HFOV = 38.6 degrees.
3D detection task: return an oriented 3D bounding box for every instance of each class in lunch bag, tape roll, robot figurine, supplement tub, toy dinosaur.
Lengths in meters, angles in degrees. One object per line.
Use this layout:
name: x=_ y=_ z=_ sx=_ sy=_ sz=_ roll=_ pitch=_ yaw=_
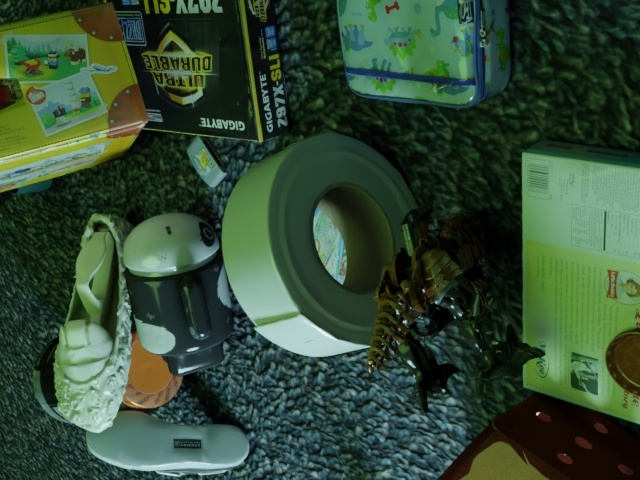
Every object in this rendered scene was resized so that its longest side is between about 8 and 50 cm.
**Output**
lunch bag: x=0.123 y=-0.251 z=1.112 sx=0.219 sy=0.090 sz=0.176 roll=17 pitch=123 yaw=39
tape roll: x=0.012 y=0.008 z=1.200 sx=0.100 sy=0.286 sz=0.286 roll=-19 pitch=96 yaw=47
robot figurine: x=-0.240 y=0.089 z=1.574 sx=0.209 sy=0.173 sz=0.278 roll=4 pitch=113 yaw=30
supplement tub: x=-0.421 y=0.264 z=1.816 sx=0.316 sy=0.193 sz=0.194 roll=-14 pitch=100 yaw=47
toy dinosaur: x=0.130 y=0.076 z=1.090 sx=0.164 sy=0.322 sz=0.218 roll=-12 pitch=105 yaw=55

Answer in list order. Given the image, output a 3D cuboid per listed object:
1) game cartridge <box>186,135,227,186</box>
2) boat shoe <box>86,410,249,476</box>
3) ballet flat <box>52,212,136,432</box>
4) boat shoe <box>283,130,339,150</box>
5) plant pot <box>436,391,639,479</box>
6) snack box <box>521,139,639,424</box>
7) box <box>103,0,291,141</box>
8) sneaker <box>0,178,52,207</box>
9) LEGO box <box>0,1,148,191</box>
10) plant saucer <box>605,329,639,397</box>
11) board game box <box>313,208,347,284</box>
game cartridge: x=-0.192 y=-0.133 z=1.529 sx=0.083 sy=0.017 sz=0.056 roll=56 pitch=141 yaw=8
boat shoe: x=-0.289 y=0.390 z=1.713 sx=0.102 sy=0.301 sz=0.108 roll=120 pitch=150 yaw=-52
ballet flat: x=-0.411 y=0.131 z=1.633 sx=0.147 sy=0.147 sz=0.409 roll=-30 pitch=49 yaw=47
boat shoe: x=-0.026 y=-0.126 z=1.351 sx=0.142 sy=0.040 sz=0.049 roll=-23 pitch=93 yaw=47
plant pot: x=0.283 y=0.341 z=1.141 sx=0.267 sy=0.267 sz=0.236 roll=31 pitch=116 yaw=30
snack box: x=0.333 y=0.052 z=1.074 sx=0.187 sy=0.060 sz=0.322 roll=14 pitch=119 yaw=39
box: x=-0.197 y=-0.294 z=1.411 sx=0.322 sy=0.079 sz=0.257 roll=12 pitch=116 yaw=41
sneaker: x=-0.637 y=-0.107 z=1.854 sx=0.124 sy=0.178 sz=0.296 roll=-37 pitch=53 yaw=47
LEGO box: x=-0.553 y=-0.176 z=1.416 sx=0.372 sy=0.500 sz=0.193 roll=170 pitch=82 yaw=-72
plant saucer: x=0.365 y=0.139 z=1.034 sx=0.083 sy=0.013 sz=0.083 roll=20 pitch=124 yaw=34
board game box: x=0.000 y=0.000 z=1.399 sx=0.103 sy=0.026 sz=0.154 roll=28 pitch=127 yaw=32
